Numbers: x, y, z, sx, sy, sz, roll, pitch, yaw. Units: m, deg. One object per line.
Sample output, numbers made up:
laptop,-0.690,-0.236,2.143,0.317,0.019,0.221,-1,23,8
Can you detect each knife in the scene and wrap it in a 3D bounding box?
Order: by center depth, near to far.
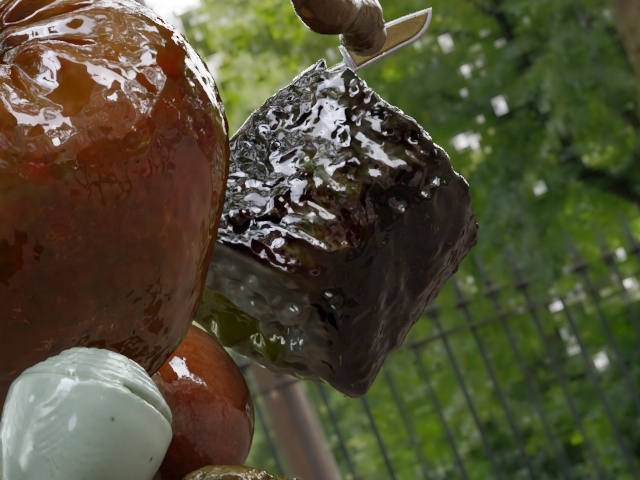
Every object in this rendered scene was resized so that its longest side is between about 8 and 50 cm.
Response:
knife,0.043,-0.249,2.270,0.256,0.046,0.022,-28,-22,-3

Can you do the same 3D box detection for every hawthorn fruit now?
hawthorn fruit,-0.266,-0.011,1.371,0.403,0.403,0.403,-20,-13,-5

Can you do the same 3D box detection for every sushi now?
sushi,0.002,-0.002,1.905,0.294,0.299,0.281,-48,-10,-26

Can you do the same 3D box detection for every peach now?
peach,-0.205,0.196,1.814,0.252,0.252,0.252,-20,-13,-5

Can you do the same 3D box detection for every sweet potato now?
sweet potato,0.017,-0.243,1.754,0.059,0.067,0.281,17,3,16

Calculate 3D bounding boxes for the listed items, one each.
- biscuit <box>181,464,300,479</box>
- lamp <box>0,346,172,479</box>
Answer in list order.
biscuit,-0.047,0.287,1.687,0.226,0.042,0.226,13,-33,8
lamp,-0.155,0.153,1.006,0.106,0.193,0.106,13,-27,7
